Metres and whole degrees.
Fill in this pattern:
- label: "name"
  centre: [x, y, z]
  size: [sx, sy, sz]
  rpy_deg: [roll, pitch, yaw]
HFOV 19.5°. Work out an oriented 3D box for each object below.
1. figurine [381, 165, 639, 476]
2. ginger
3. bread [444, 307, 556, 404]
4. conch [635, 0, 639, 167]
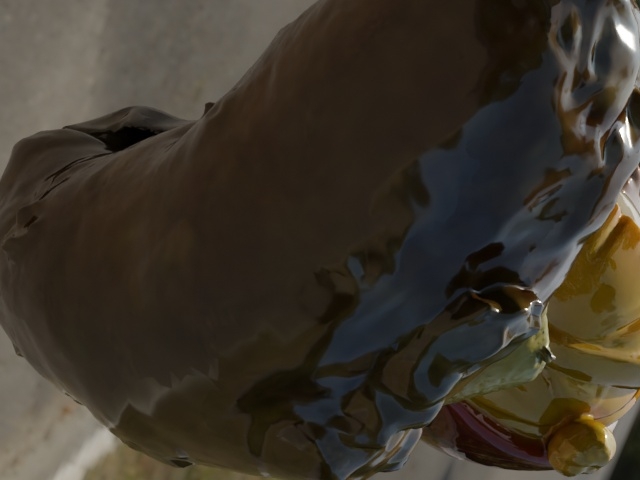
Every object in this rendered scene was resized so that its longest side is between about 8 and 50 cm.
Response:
- label: "figurine"
  centre: [0.112, 0.013, 1.121]
  size: [0.196, 0.320, 0.323]
  rpy_deg: [-38, -169, 21]
- label: "ginger"
  centre: [0.000, 0.000, 0.676]
  size: [0.165, 0.172, 0.321]
  rpy_deg: [-17, 177, -45]
- label: "bread"
  centre: [0.049, -0.032, 0.857]
  size: [0.102, 0.094, 0.245]
  rpy_deg: [-116, -163, -55]
- label: "conch"
  centre: [0.245, -0.092, 1.344]
  size: [0.220, 0.277, 0.195]
  rpy_deg: [-48, -167, -9]
